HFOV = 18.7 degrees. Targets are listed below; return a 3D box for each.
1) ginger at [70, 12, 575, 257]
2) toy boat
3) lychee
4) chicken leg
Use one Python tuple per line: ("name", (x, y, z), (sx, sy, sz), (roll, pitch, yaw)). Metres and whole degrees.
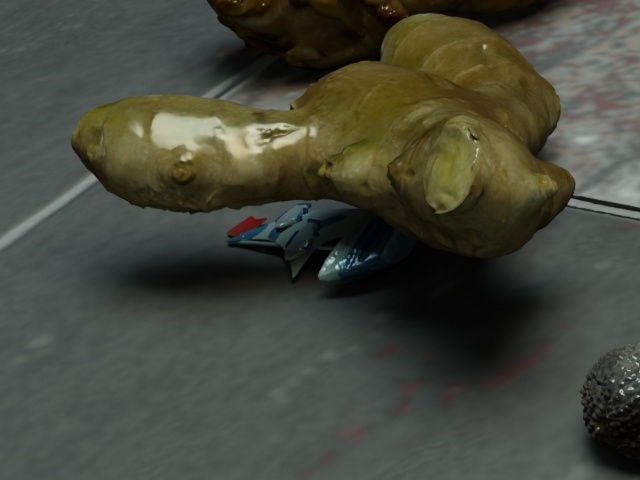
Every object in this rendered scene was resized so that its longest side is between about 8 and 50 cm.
("ginger", (0.075, -0.063, 1.283), (0.363, 0.122, 0.348), (-8, 21, -42))
("toy boat", (0.011, -0.005, 1.337), (0.105, 0.034, 0.149), (-29, 23, -26))
("lychee", (0.183, 0.090, 1.086), (0.067, 0.068, 0.083), (23, 6, -36))
("chicken leg", (0.109, -0.236, 1.544), (0.409, 0.182, 0.295), (-2, -4, -20))
